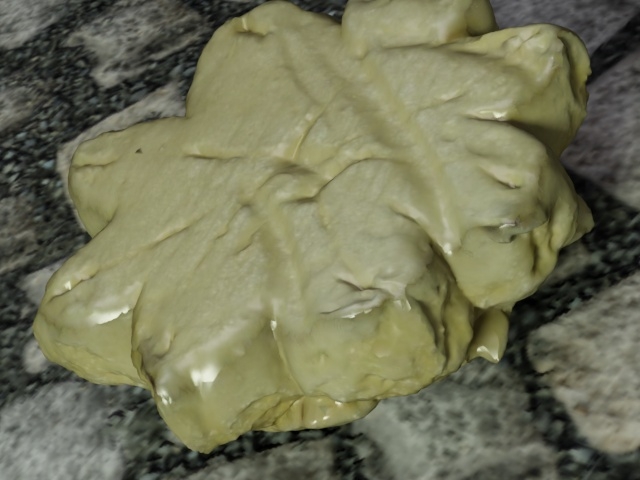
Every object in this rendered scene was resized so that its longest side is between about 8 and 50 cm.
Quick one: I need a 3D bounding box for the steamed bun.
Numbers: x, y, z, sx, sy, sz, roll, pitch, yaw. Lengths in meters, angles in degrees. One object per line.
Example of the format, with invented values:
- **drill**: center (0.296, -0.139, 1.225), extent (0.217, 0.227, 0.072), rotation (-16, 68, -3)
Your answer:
- **steamed bun**: center (0.000, 0.000, 0.914), extent (0.292, 0.137, 0.295), rotation (-2, 50, 28)
